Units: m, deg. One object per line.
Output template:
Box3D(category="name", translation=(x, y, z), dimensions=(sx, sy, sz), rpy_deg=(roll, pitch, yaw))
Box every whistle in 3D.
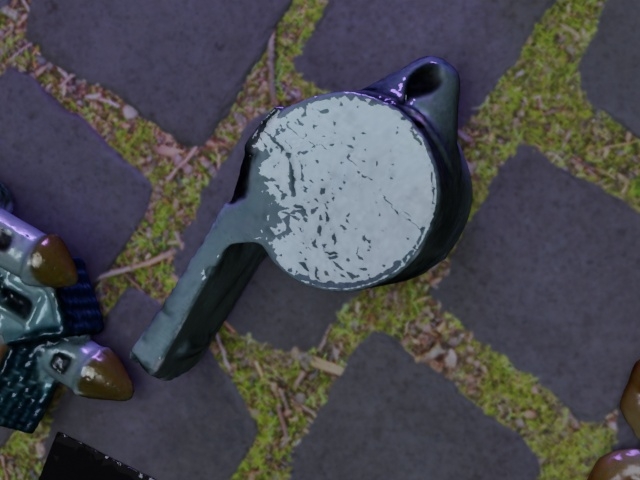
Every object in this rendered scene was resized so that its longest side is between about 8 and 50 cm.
Box3D(category="whistle", translation=(-0.025, -0.019, 1.532), dimensions=(0.405, 0.168, 0.188), rpy_deg=(-25, 85, 15))

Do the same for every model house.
Box3D(category="model house", translation=(-0.321, 0.086, 1.621), dimensions=(0.291, 0.184, 0.253), rpy_deg=(25, 93, 9))

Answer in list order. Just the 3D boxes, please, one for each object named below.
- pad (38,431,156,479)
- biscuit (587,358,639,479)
Box3D(category="pad", translation=(-0.205, 0.329, 1.673), dimensions=(0.246, 0.006, 0.170), rpy_deg=(23, 96, 14))
Box3D(category="biscuit", translation=(0.366, 0.220, 1.486), dimensions=(0.208, 0.047, 0.164), rpy_deg=(23, 96, 14))
